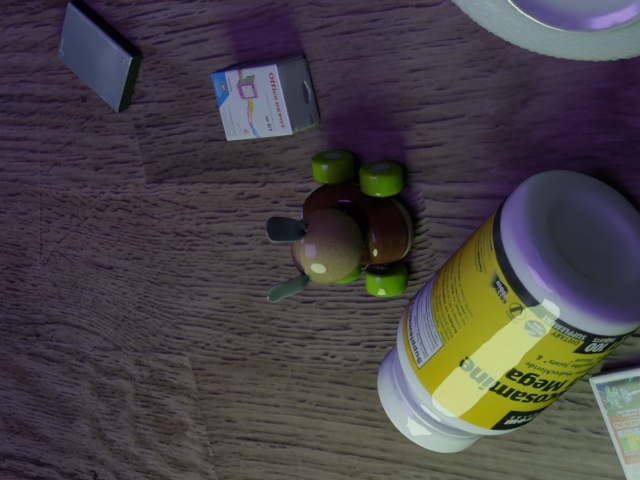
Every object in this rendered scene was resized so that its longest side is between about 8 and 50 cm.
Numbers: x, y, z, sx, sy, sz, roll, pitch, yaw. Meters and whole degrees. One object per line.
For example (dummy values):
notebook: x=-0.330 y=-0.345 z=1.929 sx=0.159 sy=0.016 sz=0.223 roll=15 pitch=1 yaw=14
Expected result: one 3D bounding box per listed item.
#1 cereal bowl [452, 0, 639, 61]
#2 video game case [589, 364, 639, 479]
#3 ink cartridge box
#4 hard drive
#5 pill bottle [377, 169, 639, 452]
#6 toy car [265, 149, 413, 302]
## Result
cereal bowl: x=0.236 y=-0.288 z=1.557 sx=0.339 sy=0.141 sz=0.339 roll=9 pitch=136 yaw=9
video game case: x=0.392 y=0.211 z=1.841 sx=0.201 sy=0.023 sz=0.183 roll=-17 pitch=95 yaw=49
ink cartridge box: x=-0.067 y=-0.172 z=2.117 sx=0.122 sy=0.052 sz=0.088 roll=-3 pitch=105 yaw=45
hard drive: x=-0.297 y=-0.247 z=2.344 sx=0.135 sy=0.022 sz=0.094 roll=42 pitch=133 yaw=25
pill bottle: x=0.199 y=0.089 z=1.860 sx=0.188 sy=0.188 sz=0.334 roll=54 pitch=138 yaw=14
toy car: x=0.000 y=0.000 z=2.024 sx=0.149 sy=0.188 sz=0.155 roll=15 pitch=118 yaw=41
